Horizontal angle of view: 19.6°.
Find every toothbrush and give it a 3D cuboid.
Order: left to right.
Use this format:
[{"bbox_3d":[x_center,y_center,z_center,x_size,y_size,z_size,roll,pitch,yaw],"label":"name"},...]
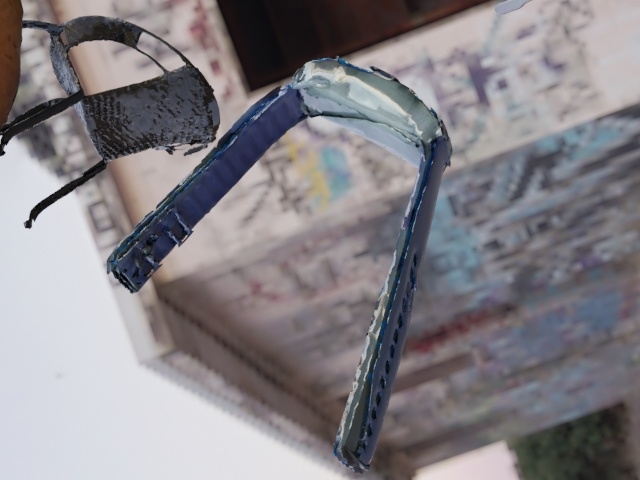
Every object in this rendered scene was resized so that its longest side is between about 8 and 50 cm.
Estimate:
[{"bbox_3d":[0.228,-0.224,1.587,0.011,0.167,0.014,70,-160,-7],"label":"toothbrush"}]

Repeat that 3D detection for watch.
[{"bbox_3d":[0.013,0.002,1.489,0.276,0.274,0.068,37,165,23],"label":"watch"}]

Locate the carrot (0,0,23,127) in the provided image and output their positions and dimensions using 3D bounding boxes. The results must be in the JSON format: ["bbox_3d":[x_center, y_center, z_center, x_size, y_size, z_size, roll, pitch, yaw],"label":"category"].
[{"bbox_3d":[-0.312,-0.130,1.165,0.159,0.225,0.159,4,-94,-59],"label":"carrot"}]

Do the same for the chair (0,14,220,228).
[{"bbox_3d":[-0.210,-0.125,1.693,0.174,0.213,0.149,80,169,-51],"label":"chair"}]
